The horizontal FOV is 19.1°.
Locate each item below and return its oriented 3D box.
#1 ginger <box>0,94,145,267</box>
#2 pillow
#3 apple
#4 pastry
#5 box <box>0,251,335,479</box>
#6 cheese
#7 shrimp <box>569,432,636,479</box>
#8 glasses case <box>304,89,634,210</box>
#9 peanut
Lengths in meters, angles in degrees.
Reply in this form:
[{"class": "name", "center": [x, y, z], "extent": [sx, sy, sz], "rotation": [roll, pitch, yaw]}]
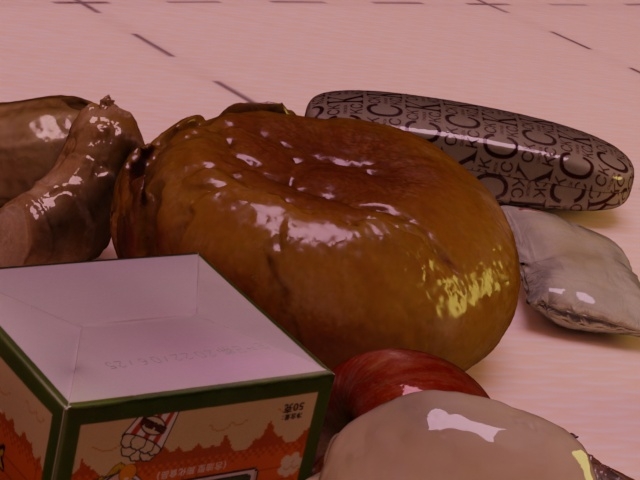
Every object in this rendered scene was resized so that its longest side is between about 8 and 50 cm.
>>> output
[{"class": "ginger", "center": [-0.208, -0.039, 1.615], "extent": [0.095, 0.190, 0.069], "rotation": [34, -24, -10]}, {"class": "pillow", "center": [0.237, 0.029, 1.774], "extent": [0.128, 0.051, 0.229], "rotation": [15, 20, -11]}, {"class": "apple", "center": [0.058, 0.146, 1.246], "extent": [0.131, 0.146, 0.146], "rotation": [20, 14, -30]}, {"class": "pastry", "center": [0.000, 0.000, 1.569], "extent": [0.356, 0.164, 0.356], "rotation": [12, 18, -4]}, {"class": "box", "center": [-0.128, 0.114, 1.214], "extent": [0.194, 0.148, 0.177], "rotation": [-4, 29, -36]}, {"class": "cheese", "center": [0.050, 0.193, 1.020], "extent": [0.173, 0.251, 0.248], "rotation": [6, 5, -16]}, {"class": "shrimp", "center": [0.201, 0.190, 1.344], "extent": [0.101, 0.042, 0.190], "rotation": [-7, 27, -24]}, {"class": "glasses case", "center": [0.156, -0.096, 2.011], "extent": [0.354, 0.085, 0.137], "rotation": [10, 21, -5]}, {"class": "peanut", "center": [-0.280, -0.076, 1.695], "extent": [0.236, 0.110, 0.120], "rotation": [1, 31, -21]}]
